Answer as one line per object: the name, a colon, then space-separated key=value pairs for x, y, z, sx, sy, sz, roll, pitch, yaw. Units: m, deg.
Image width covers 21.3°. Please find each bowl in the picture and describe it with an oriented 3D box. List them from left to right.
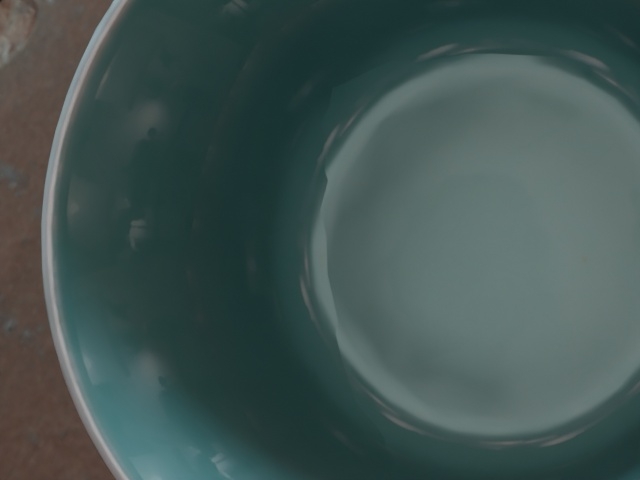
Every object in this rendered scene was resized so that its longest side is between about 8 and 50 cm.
bowl: x=0.059 y=0.002 z=0.706 sx=0.311 sy=0.163 sz=0.311 roll=-1 pitch=87 yaw=18
